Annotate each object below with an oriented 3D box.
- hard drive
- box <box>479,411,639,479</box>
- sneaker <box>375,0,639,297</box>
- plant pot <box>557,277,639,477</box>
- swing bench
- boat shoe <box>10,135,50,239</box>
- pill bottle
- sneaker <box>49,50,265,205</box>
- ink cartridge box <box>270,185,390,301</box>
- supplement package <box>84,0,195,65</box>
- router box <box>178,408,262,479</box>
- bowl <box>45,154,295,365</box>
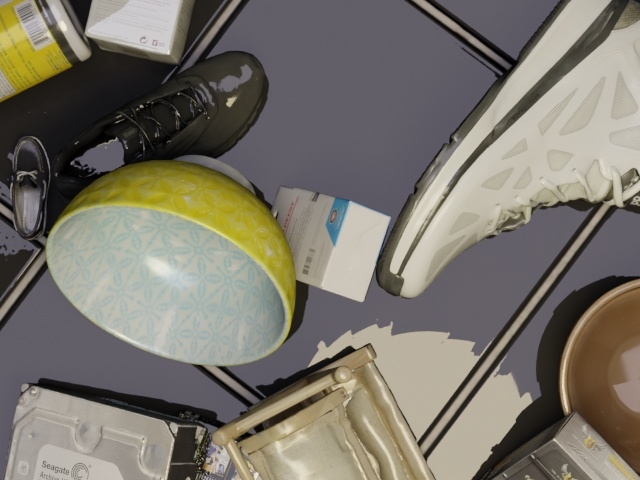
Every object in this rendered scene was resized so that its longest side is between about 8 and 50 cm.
[{"bbox_3d":[-0.273,0.349,1.796,0.237,0.064,0.338,11,88,31],"label":"hard drive"},{"bbox_3d":[0.303,0.323,1.771,0.231,0.183,0.056,46,49,3],"label":"box"},{"bbox_3d":[0.275,-0.069,1.784,0.257,0.169,0.447,38,88,5],"label":"sneaker"},{"bbox_3d":[0.386,0.159,1.803,0.237,0.110,0.237,0,88,1],"label":"plant pot"},{"bbox_3d":[0.030,0.272,1.747,0.165,0.255,0.253,-28,87,8],"label":"swing bench"},{"bbox_3d":[-0.348,-0.063,1.873,0.046,0.038,0.125,2,89,2],"label":"boat shoe"},{"bbox_3d":[-0.385,-0.223,1.839,0.209,0.119,0.119,-26,88,1],"label":"pill bottle"},{"bbox_3d":[-0.188,-0.126,1.824,0.286,0.130,0.109,-35,85,0],"label":"sneaker"},{"bbox_3d":[0.000,0.000,1.813,0.060,0.180,0.104,18,90,-28],"label":"ink cartridge box"},{"bbox_3d":[-0.199,-0.307,1.841,0.105,0.105,0.179,13,88,3],"label":"supplement package"},{"bbox_3d":[-0.134,0.306,1.850,0.133,0.046,0.178,22,90,2],"label":"router box"},{"bbox_3d":[-0.151,-0.003,1.781,0.290,0.289,0.156,17,54,3],"label":"bowl"}]
